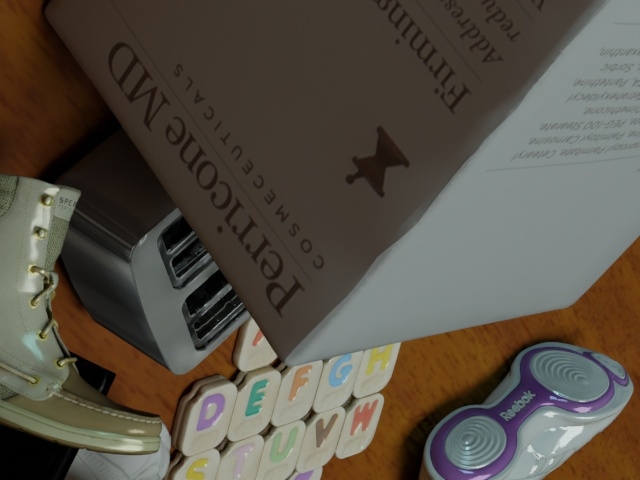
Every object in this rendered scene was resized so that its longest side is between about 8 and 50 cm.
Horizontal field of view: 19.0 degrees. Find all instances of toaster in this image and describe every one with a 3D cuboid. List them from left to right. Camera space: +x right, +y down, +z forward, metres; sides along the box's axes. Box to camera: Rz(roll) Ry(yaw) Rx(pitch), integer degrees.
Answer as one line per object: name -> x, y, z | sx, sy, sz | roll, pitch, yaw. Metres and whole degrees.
toaster -> -0.112, -0.011, 1.425 | 0.186, 0.110, 0.168 | -42, 143, -22

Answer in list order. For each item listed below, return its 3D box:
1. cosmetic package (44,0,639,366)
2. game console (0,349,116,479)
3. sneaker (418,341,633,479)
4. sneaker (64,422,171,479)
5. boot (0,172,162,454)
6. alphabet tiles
cosmetic package -> 0.100, -0.177, 1.255 | 0.327, 0.329, 0.393 | -9, 146, -49
game console -> -0.149, 0.207, 1.333 | 0.213, 0.361, 0.044 | -64, -175, -6
sneaker -> 0.209, 0.211, 2.056 | 0.305, 0.114, 0.152 | -25, 149, -33
sneaker -> -0.188, 0.181, 1.457 | 0.232, 0.090, 0.115 | 27, 63, -64
boot -> -0.186, 0.044, 1.280 | 0.077, 0.213, 0.165 | 94, 16, -84
alphabet tiles -> -0.033, 0.165, 1.756 | 0.284, 0.021, 0.278 | -13, 127, -47
